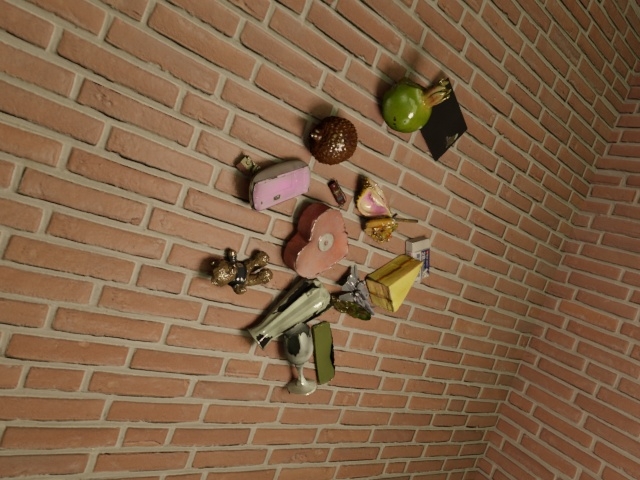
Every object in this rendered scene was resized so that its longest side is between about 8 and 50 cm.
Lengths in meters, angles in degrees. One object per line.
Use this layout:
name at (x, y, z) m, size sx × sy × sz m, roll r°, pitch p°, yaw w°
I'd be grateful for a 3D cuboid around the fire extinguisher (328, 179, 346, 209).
fire extinguisher at (0.076, -0.198, 1.953) m, size 0.056 × 0.039 × 0.132 m, roll -36°, pitch 121°, yaw -10°

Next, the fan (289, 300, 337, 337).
fan at (-0.043, 0.340, 1.920) m, size 0.310 × 0.182 × 0.010 m, roll -33°, pitch 91°, yaw -50°

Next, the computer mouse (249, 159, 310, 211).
computer mouse at (-0.160, -0.214, 1.749) m, size 0.311 × 0.072 × 0.158 m, roll -27°, pitch 130°, yaw -39°

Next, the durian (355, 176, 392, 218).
durian at (0.240, -0.186, 2.010) m, size 0.183 × 0.132 × 0.165 m, roll 14°, pitch 88°, yaw -32°

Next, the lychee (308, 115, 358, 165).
lychee at (0.047, -0.395, 1.783) m, size 0.238 × 0.200 × 0.199 m, roll 4°, pitch 102°, yaw -48°

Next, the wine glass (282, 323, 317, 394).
wine glass at (-0.094, 0.523, 1.993) m, size 0.144 × 0.143 × 0.320 m, roll -17°, pitch 110°, yaw -29°

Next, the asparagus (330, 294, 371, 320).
asparagus at (0.132, 0.316, 2.121) m, size 0.287 × 0.080 × 0.080 m, roll 34°, pitch 84°, yaw -41°

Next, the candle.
candle at (0.000, 0.000, 1.911) m, size 0.287 × 0.131 × 0.316 m, roll 14°, pitch 106°, yaw -42°

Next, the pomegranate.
pomegranate at (0.402, -0.579, 1.901) m, size 0.236 × 0.302 × 0.235 m, roll 8°, pitch 80°, yaw -52°

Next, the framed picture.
framed picture at (0.578, -0.568, 2.151) m, size 0.244 × 0.013 × 0.323 m, roll -45°, pitch 132°, yaw -6°

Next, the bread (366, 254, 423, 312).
bread at (0.376, 0.208, 2.195) m, size 0.264 × 0.168 × 0.163 m, roll -29°, pitch 119°, yaw -25°

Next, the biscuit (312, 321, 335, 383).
biscuit at (0.016, 0.531, 2.127) m, size 0.099 × 0.038 × 0.322 m, roll -16°, pitch 113°, yaw -26°

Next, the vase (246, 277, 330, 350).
vase at (-0.132, 0.304, 1.897) m, size 0.360 × 0.165 × 0.165 m, roll -37°, pitch 121°, yaw -15°

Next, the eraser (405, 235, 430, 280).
eraser at (0.495, 0.094, 2.302) m, size 0.125 × 0.068 × 0.209 m, roll -13°, pitch 110°, yaw -30°

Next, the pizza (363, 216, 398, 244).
pizza at (0.270, -0.036, 2.063) m, size 0.147 × 0.226 × 0.069 m, roll 0°, pitch 64°, yaw -4°

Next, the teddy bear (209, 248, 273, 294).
teddy bear at (-0.310, 0.130, 1.742) m, size 0.252 × 0.181 × 0.129 m, roll 2°, pitch 139°, yaw -35°

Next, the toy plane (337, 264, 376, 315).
toy plane at (0.194, 0.261, 2.098) m, size 0.267 × 0.088 × 0.212 m, roll 49°, pitch 48°, yaw -21°

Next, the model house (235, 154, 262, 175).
model house at (-0.268, -0.272, 1.688) m, size 0.058 × 0.057 × 0.083 m, roll -53°, pitch 127°, yaw -15°

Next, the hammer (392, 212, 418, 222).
hammer at (0.418, -0.101, 2.225) m, size 0.182 × 0.017 × 0.062 m, roll 1°, pitch 104°, yaw -36°
